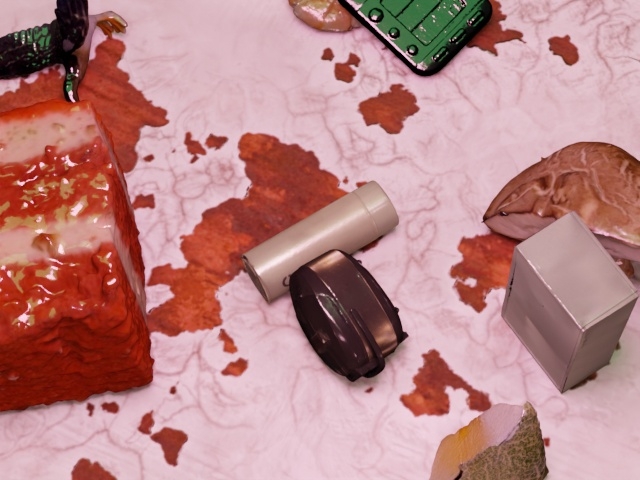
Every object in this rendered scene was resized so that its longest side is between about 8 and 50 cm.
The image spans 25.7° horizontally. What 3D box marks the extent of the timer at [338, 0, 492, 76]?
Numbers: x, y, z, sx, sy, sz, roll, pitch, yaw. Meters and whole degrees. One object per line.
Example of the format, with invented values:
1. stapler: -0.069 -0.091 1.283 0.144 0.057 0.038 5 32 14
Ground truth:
1. timer: 0.129 -0.330 1.950 0.187 0.055 0.144 44 85 3

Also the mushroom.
1. mushroom: 0.345 -0.047 1.752 0.286 0.156 0.151 16 72 41

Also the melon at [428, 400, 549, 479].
1. melon: 0.218 0.255 1.681 0.139 0.202 0.093 22 42 -24

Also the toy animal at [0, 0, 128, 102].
1. toy animal: -0.335 -0.268 1.932 0.197 0.272 0.160 54 54 -16

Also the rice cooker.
1. rice cooker: 0.032 0.092 1.750 0.106 0.112 0.165 -39 87 -23

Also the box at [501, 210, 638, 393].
1. box: 0.296 0.079 1.686 0.086 0.225 0.129 -31 68 -12

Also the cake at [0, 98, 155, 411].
1. cake: -0.363 0.017 1.723 0.269 0.270 0.319 -9 64 -2

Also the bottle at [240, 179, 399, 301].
1. bottle: 0.000 0.000 1.820 0.201 0.072 0.072 -30 68 -10

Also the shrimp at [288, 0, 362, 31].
1. shrimp: 0.048 -0.412 2.012 0.145 0.061 0.267 22 65 3
